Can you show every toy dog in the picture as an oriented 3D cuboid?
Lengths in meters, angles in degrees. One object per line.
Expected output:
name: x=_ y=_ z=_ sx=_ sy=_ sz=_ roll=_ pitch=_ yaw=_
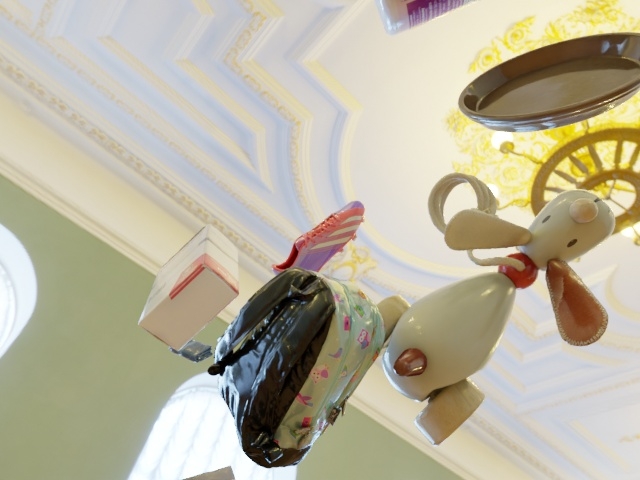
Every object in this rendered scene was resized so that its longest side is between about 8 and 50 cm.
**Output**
toy dog: x=0.170 y=0.060 z=0.456 sx=0.220 sy=0.333 sz=0.161 roll=25 pitch=-6 yaw=22

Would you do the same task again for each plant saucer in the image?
plant saucer: x=0.358 y=-0.242 z=0.655 sx=0.278 sy=0.277 sz=0.041 roll=-14 pitch=-58 yaw=22

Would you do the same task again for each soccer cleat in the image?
soccer cleat: x=0.000 y=0.000 z=0.917 sx=0.095 sy=0.083 sz=0.248 roll=41 pitch=-92 yaw=-23

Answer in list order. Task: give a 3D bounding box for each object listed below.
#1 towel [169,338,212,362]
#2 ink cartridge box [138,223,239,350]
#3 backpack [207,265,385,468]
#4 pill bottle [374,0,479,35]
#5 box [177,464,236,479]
towel: x=-0.359 y=0.300 z=1.174 sx=0.120 sy=0.067 sz=0.029 roll=11 pitch=-71 yaw=34
ink cartridge box: x=-0.239 y=0.078 z=0.804 sx=0.158 sy=0.218 sz=0.092 roll=-42 pitch=-66 yaw=6
backpack: x=-0.021 y=0.118 z=0.444 sx=0.115 sy=0.152 sz=0.182 roll=23 pitch=-78 yaw=-44
pill bottle: x=0.232 y=-0.480 z=0.703 sx=0.302 sy=0.169 sz=0.169 roll=-18 pitch=-57 yaw=13
box: x=-0.182 y=0.262 z=0.360 sx=0.191 sy=0.045 sz=0.184 roll=-26 pitch=-26 yaw=-5
